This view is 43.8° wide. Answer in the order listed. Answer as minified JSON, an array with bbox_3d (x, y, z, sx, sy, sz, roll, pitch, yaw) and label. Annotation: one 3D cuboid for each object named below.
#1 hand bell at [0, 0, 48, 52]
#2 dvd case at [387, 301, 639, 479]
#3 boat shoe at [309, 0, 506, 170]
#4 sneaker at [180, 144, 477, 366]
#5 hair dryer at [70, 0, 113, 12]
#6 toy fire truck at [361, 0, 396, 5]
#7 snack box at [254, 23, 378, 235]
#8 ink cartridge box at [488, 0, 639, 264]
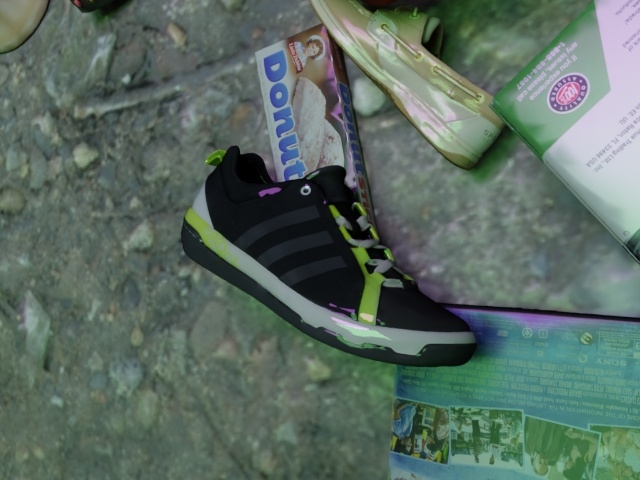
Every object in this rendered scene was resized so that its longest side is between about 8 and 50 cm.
[{"bbox_3d":[-0.362,-0.254,0.672,0.126,0.242,0.126,-3,84,28],"label":"hand bell"},{"bbox_3d":[0.126,0.168,0.487,0.180,0.022,0.253,2,86,28],"label":"dvd case"},{"bbox_3d":[0.060,-0.124,0.532,0.059,0.063,0.170,-45,76,15],"label":"boat shoe"},{"bbox_3d":[0.000,0.000,0.510,0.234,0.084,0.097,26,98,29],"label":"sneaker"},{"bbox_3d":[-0.116,-0.330,0.635,0.293,0.080,0.224,-12,78,26],"label":"hair dryer"},{"bbox_3d":[0.048,-0.314,0.485,0.254,0.169,0.302,39,106,26],"label":"toy fire truck"},{"bbox_3d":[-0.003,-0.063,0.580,0.064,0.022,0.178,-16,78,28],"label":"snack box"},{"bbox_3d":[0.219,-0.046,0.418,0.153,0.087,0.208,-43,66,18],"label":"ink cartridge box"}]
